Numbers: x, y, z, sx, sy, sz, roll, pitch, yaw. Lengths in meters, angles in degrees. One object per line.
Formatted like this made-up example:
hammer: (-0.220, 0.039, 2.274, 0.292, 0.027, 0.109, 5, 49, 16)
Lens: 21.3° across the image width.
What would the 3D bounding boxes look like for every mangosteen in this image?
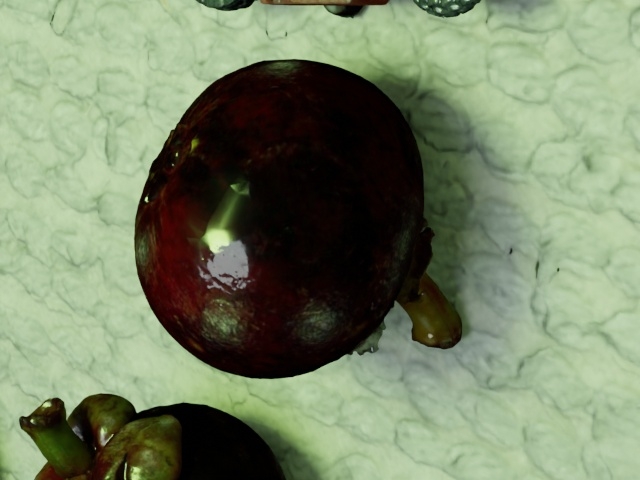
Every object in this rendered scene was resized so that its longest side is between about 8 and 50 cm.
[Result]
mangosteen: (-0.146, 0.214, 1.367, 0.250, 0.211, 0.211, 39, 136, -21)
mangosteen: (0.000, 0.000, 1.223, 0.261, 0.235, 0.235, 27, 130, -16)

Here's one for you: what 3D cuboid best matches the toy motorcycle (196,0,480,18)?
toy motorcycle: (0.007, -0.239, 1.209, 0.298, 0.089, 0.171, 8, 106, 41)
